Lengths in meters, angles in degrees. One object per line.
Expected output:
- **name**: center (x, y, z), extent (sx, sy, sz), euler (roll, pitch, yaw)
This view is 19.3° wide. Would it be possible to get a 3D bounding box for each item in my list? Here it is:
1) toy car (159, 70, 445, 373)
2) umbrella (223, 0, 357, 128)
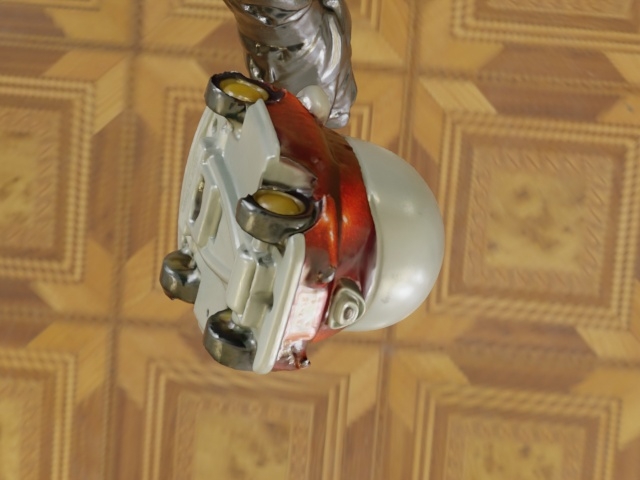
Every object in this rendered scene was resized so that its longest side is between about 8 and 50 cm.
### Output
- **toy car**: center (0.000, 0.000, 0.813), extent (0.112, 0.139, 0.112), euler (6, 118, -21)
- **umbrella**: center (-0.024, -0.124, 0.854), extent (0.059, 0.235, 0.066), euler (-25, 65, 0)
